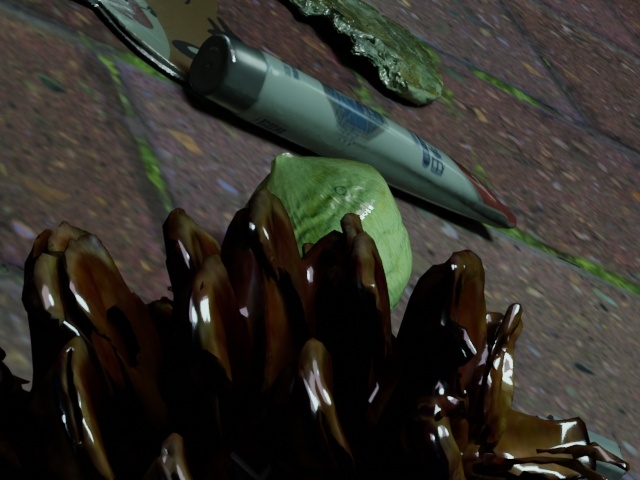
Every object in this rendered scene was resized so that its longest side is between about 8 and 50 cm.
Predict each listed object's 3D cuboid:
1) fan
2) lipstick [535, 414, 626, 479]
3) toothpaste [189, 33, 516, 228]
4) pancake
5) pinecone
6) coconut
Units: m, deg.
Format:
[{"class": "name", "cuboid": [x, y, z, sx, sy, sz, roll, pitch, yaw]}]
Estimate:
[{"class": "fan", "cuboid": [-0.114, -0.135, 1.123, 0.226, 0.008, 0.152, 14, 33, -50]}, {"class": "lipstick", "cuboid": [0.100, 0.097, 0.981, 0.107, 0.025, 0.025, 23, 26, -21]}, {"class": "toothpaste", "cuboid": [0.023, -0.059, 1.154, 0.239, 0.039, 0.062, 24, 18, -39]}, {"class": "pancake", "cuboid": [0.033, -0.139, 1.347, 0.129, 0.022, 0.116, 46, 20, 19]}, {"class": "pinecone", "cuboid": [-0.023, 0.082, 0.573, 0.221, 0.221, 0.221, 33, 22, -15]}, {"class": "coconut", "cuboid": [0.000, 0.000, 0.936, 0.088, 0.088, 0.096, -82, 148, -66]}]
